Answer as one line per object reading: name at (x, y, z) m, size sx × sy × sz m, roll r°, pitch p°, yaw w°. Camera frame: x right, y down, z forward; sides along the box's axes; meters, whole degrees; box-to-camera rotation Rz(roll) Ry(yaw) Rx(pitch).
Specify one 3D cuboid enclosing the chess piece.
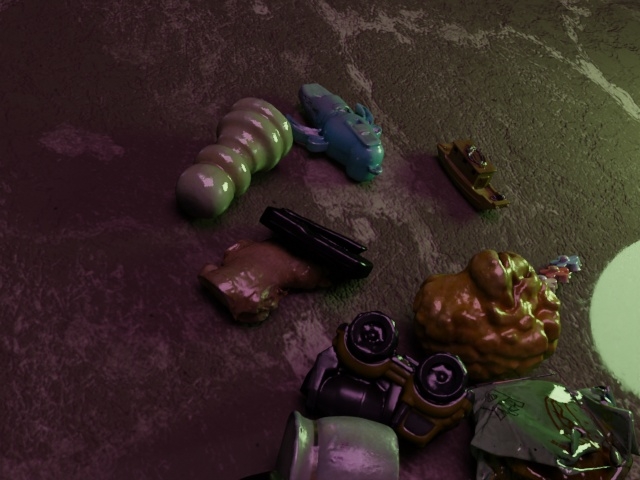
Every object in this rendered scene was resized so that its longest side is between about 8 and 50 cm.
chess piece at (-0.159, -0.129, 1.453) m, size 0.133 × 0.133 × 0.243 m, roll 28°, pitch 51°, yaw 8°

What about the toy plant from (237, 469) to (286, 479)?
toy plant at (-0.106, 0.382, 0.931) m, size 0.235 × 0.175 × 0.218 m, roll -40°, pitch 51°, yaw 2°

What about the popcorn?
popcorn at (0.259, 0.110, 1.303) m, size 0.226 × 0.203 × 0.200 m, roll 30°, pitch 37°, yaw 25°

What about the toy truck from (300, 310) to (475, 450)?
toy truck at (0.096, 0.216, 1.197) m, size 0.224 × 0.147 × 0.165 m, roll 29°, pitch 72°, yaw 14°

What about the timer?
timer at (0.000, 0.000, 1.371) m, size 0.187 × 0.055 × 0.144 m, roll 30°, pitch 3°, yaw 9°

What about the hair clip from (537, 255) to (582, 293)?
hair clip at (0.414, 0.069, 1.503) m, size 0.062 × 0.056 × 0.214 m, roll 8°, pitch 34°, yaw 37°

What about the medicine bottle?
medicine bottle at (0.016, 0.297, 1.071) m, size 0.143 × 0.147 × 0.147 m, roll 10°, pitch 45°, yaw -8°

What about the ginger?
ginger at (-0.086, 0.049, 1.330) m, size 0.213 × 0.074 × 0.137 m, roll -25°, pitch 70°, yaw -34°

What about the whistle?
whistle at (0.040, -0.215, 1.622) m, size 0.186 × 0.093 × 0.274 m, roll -13°, pitch 50°, yaw -29°

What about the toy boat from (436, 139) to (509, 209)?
toy boat at (0.298, -0.131, 1.637) m, size 0.057 × 0.077 × 0.200 m, roll -10°, pitch 52°, yaw -29°

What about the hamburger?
hamburger at (0.328, 0.295, 1.184) m, size 0.261 × 0.150 × 0.276 m, roll 15°, pitch 45°, yaw -3°
